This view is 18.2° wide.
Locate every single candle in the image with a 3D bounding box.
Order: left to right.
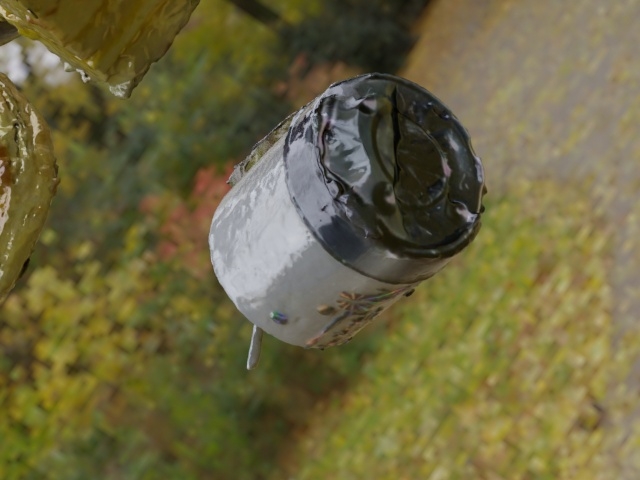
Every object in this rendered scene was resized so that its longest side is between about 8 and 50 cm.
[{"bbox_3d":[0.000,0.000,1.780,0.330,0.187,0.187,-42,12,48],"label":"candle"}]

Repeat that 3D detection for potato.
[{"bbox_3d":[-0.013,-0.091,2.169,0.164,0.081,0.200,-44,-3,27],"label":"potato"}]

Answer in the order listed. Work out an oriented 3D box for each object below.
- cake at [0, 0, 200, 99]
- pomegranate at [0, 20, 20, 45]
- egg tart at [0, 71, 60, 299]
[{"bbox_3d":[-0.240,-0.301,1.711,0.227,0.222,0.286,-56,-35,-6],"label":"cake"},{"bbox_3d":[-0.376,-0.342,2.233,0.276,0.222,0.204,-57,-35,-27],"label":"pomegranate"},{"bbox_3d":[-0.415,-0.020,2.007,0.352,0.352,0.150,-57,-25,-18],"label":"egg tart"}]
